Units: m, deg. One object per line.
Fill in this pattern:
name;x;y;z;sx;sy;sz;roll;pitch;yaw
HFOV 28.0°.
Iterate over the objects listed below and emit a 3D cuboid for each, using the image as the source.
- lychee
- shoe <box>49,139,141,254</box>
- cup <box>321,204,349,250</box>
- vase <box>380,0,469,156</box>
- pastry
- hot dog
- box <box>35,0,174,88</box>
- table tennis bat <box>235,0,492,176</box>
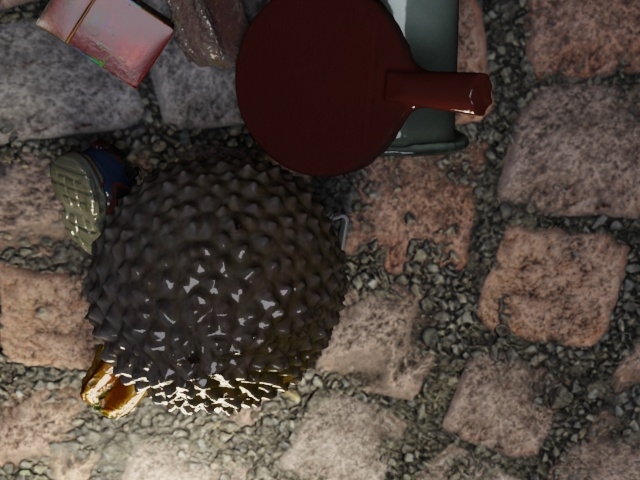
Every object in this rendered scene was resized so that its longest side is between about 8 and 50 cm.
lychee;-0.148;0.070;1.837;0.380;0.432;0.380;1;121;1
shoe;-0.330;-0.068;1.965;0.099;0.125;0.227;17;141;25
cup;0.000;0.000;2.025;0.104;0.074;0.116;-21;118;-27
vase;0.096;-0.280;1.847;0.245;0.245;0.291;-1;104;-4
pastry;-0.174;-0.365;1.838;0.112;0.103;0.265;10;129;26
hot dog;-0.292;0.170;2.057;0.115;0.072;0.269;35;104;-17
box;-0.312;-0.317;1.882;0.175;0.048;0.112;32;106;-15
table tennis bat;0.042;-0.214;1.736;0.415;0.051;0.268;10;100;37
